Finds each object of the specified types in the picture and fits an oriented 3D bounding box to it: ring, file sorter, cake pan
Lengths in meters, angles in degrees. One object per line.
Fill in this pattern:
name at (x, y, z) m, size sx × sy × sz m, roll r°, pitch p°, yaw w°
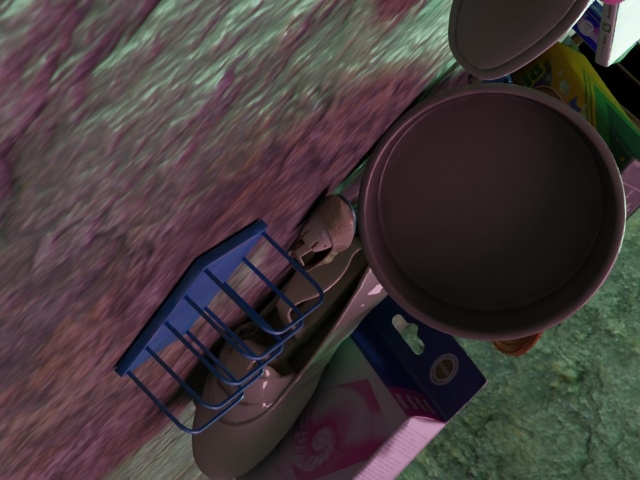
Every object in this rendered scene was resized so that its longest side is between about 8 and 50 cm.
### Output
ring at (0.261, -0.023, 1.961) m, size 0.336 × 0.032 × 0.336 m, roll -172°, pitch -90°, yaw -79°
file sorter at (-0.093, 0.087, 1.536) m, size 0.170 × 0.104 × 0.118 m, roll -52°, pitch 171°, yaw 34°
cake pan at (0.189, -0.034, 1.764) m, size 0.293 × 0.293 × 0.054 m, roll -48°, pitch -174°, yaw 16°

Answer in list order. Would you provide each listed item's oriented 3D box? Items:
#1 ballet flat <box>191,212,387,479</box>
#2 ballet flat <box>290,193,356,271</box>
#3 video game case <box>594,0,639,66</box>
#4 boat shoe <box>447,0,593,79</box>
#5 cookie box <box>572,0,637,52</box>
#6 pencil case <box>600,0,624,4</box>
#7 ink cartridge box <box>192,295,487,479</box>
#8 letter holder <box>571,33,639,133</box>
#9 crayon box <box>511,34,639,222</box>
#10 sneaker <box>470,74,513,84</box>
ballet flat at (-0.044, 0.118, 1.963) m, size 0.400 × 0.139 × 0.139 m, roll -50°, pitch 172°, yaw 1°
ballet flat at (0.000, 0.000, 1.770) m, size 0.052 × 0.057 × 0.168 m, roll -33°, pitch 168°, yaw -19°
video game case at (0.426, -0.352, 2.050) m, size 0.212 × 0.023 × 0.193 m, roll -40°, pitch 146°, yaw -36°
boat shoe at (0.224, -0.264, 1.373) m, size 0.302 × 0.114 × 0.091 m, roll -50°, pitch 166°, yaw 31°
cookie box at (0.383, -0.286, 2.172) m, size 0.040 × 0.092 × 0.107 m, roll -46°, pitch 172°, yaw 20°
pencil case at (0.358, -0.350, 1.738) m, size 0.098 × 0.095 × 0.209 m, roll -59°, pitch -178°, yaw -30°
ink cartridge box at (0.012, 0.193, 2.024) m, size 0.330 × 0.324 × 0.071 m, roll -48°, pitch 128°, yaw 8°
letter holder at (0.412, -0.165, 2.489) m, size 0.152 × 0.214 × 0.302 m, roll -39°, pitch 170°, yaw -39°
crayon box at (0.309, -0.127, 2.144) m, size 0.083 × 0.323 × 0.203 m, roll 22°, pitch 120°, yaw -36°
sneaker at (0.226, -0.177, 1.931) m, size 0.058 × 0.084 × 0.152 m, roll -45°, pitch 172°, yaw -7°
